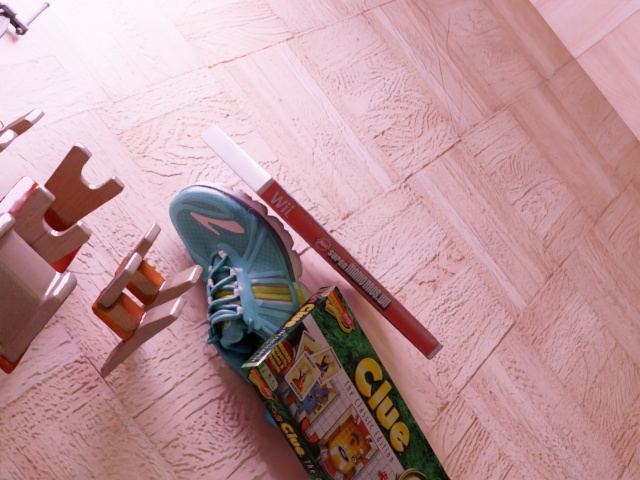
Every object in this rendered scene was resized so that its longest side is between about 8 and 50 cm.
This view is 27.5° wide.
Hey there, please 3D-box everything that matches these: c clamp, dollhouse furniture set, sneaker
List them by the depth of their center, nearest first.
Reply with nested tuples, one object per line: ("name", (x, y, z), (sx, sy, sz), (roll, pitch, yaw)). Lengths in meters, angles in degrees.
("dollhouse furniture set", (-0.256, 0.015, 1.099), (0.262, 0.135, 0.259), (45, 19, -11))
("sneaker", (-0.069, 0.061, 1.298), (0.110, 0.107, 0.275), (-21, 75, -50))
("c clamp", (-0.361, -0.255, 1.319), (0.161, 0.022, 0.137), (42, 36, -20))

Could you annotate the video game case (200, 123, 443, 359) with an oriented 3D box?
("video game case", (0.000, 0.000, 1.397), (0.285, 0.025, 0.204), (44, 0, -29))

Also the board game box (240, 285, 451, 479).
("board game box", (0.034, 0.187, 1.267), (0.136, 0.030, 0.259), (-46, 111, -42))
